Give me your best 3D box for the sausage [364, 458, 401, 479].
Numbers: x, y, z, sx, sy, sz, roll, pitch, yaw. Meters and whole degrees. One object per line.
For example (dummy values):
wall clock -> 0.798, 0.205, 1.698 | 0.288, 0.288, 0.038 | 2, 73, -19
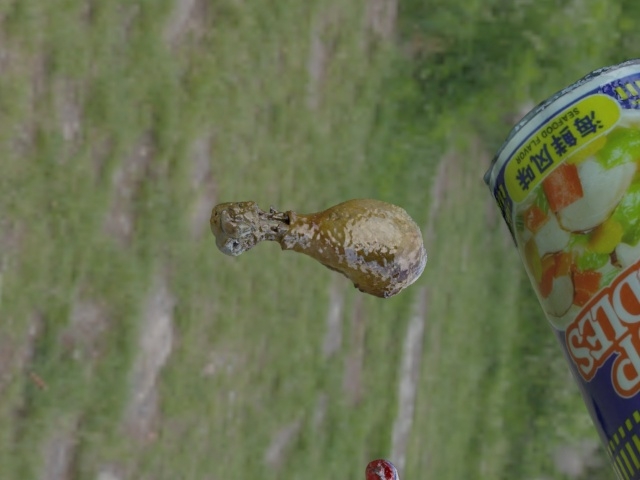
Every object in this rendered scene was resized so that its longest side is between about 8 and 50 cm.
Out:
sausage -> 0.062, 0.233, 1.399 | 0.129, 0.034, 0.034 | 72, 24, -69

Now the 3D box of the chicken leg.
chicken leg -> 0.001, -0.003, 1.611 | 0.107, 0.251, 0.087 | -99, -155, -43

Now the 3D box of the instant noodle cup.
instant noodle cup -> 0.291, 0.029, 1.182 | 0.312, 0.284, 0.284 | 62, -2, 26
